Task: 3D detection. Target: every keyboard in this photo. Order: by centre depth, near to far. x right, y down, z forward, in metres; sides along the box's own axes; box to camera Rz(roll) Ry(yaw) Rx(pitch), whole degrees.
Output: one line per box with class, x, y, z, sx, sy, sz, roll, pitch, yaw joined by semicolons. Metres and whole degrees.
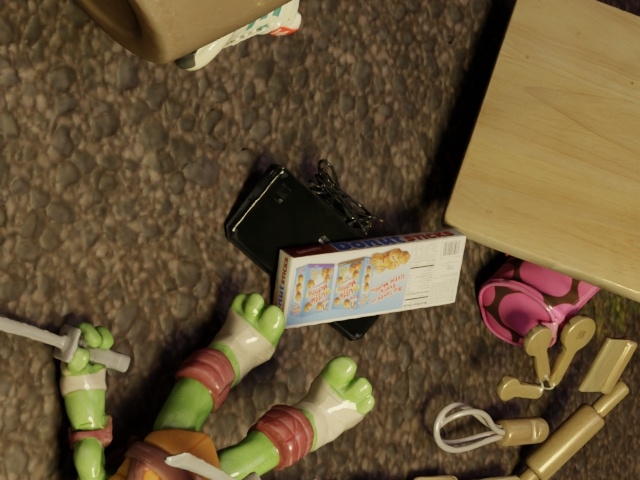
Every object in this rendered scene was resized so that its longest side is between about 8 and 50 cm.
keyboard;0.000;0.000;1.349;0.100;0.038;0.192;-50;132;-3

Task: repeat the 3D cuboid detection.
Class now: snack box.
snack box;0.042;0.030;1.354;0.178;0.022;0.064;-7;117;-34

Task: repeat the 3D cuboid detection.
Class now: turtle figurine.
turtle figurine;-0.086;0.122;1.140;0.266;0.198;0.274;-37;123;-44

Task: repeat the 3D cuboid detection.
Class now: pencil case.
pencil case;0.245;0.023;1.554;0.209;0.098;0.095;-39;148;-34

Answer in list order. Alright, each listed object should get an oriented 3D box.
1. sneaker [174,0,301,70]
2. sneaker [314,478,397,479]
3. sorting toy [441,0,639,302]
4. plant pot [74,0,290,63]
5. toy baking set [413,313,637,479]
sneaker;-0.049;-0.175;1.250;0.075;0.057;0.161;52;55;-30
sneaker;0.036;0.275;1.362;0.299;0.121;0.112;9;116;-48
sorting toy;0.260;-0.072;1.484;0.257;0.089;0.255;20;71;-1
plant pot;-0.071;-0.244;1.108;0.229;0.263;0.263;-45;126;-14
toy baking set;0.187;0.166;1.518;0.256;0.030;0.197;-46;137;-1
